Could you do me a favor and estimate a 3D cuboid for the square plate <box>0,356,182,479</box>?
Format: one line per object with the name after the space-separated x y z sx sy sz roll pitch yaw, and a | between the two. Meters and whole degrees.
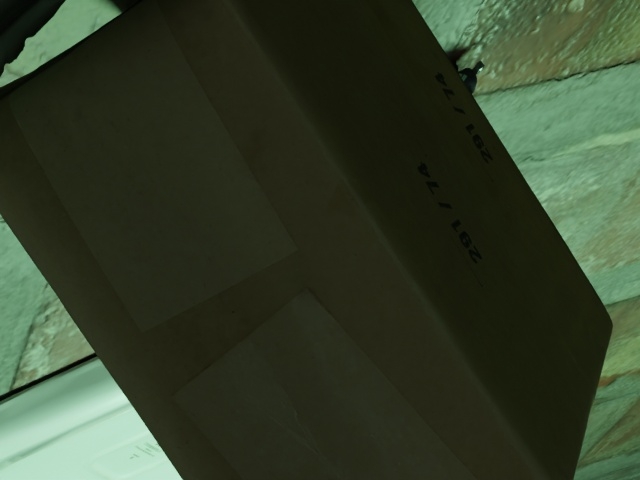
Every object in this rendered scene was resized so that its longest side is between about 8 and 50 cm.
-0.167 0.178 1.811 0.344 0.049 0.347 -25 158 5 | square plate

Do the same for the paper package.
0.000 0.000 1.055 0.168 0.325 0.309 -32 -173 20 | paper package

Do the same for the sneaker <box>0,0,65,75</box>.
-0.174 -0.159 0.974 0.281 0.105 0.115 -32 142 8 | sneaker

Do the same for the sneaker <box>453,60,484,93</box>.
0.086 -0.111 1.398 0.069 0.038 0.098 -27 168 6 | sneaker
